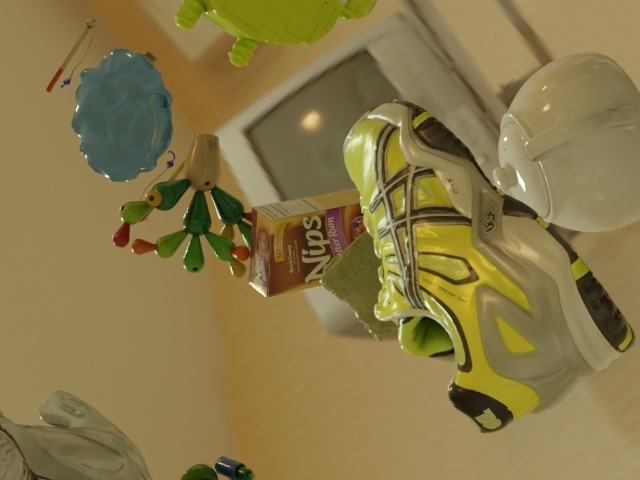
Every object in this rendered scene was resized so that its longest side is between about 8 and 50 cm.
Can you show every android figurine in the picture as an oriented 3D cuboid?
[{"bbox_3d":[-0.029,-0.285,1.147,0.248,0.273,0.056,29,177,-33],"label":"android figurine"}]

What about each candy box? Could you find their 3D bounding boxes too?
[{"bbox_3d":[0.000,0.000,1.691,0.186,0.109,0.053,-11,-152,-30],"label":"candy box"}]

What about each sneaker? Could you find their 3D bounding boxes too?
[{"bbox_3d":[-0.272,0.204,1.116,0.366,0.137,0.210,30,-177,-28],"label":"sneaker"},{"bbox_3d":[0.092,0.006,1.084,0.145,0.147,0.385,49,-179,-34],"label":"sneaker"}]

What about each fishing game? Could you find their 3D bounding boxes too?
[{"bbox_3d":[-0.269,-0.175,1.815,0.264,0.189,0.041,49,-150,20],"label":"fishing game"}]

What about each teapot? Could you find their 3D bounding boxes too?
[{"bbox_3d":[0.312,-0.112,1.696,0.252,0.187,0.256,-121,12,-52],"label":"teapot"}]

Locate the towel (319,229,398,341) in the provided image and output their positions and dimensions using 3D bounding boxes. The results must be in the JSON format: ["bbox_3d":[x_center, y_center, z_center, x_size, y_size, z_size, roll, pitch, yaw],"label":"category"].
[{"bbox_3d":[0.083,0.027,1.422,0.110,0.148,0.027,45,176,6],"label":"towel"}]

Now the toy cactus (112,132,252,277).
[{"bbox_3d":[-0.157,-0.049,1.698,0.219,0.112,0.181,9,-98,-24],"label":"toy cactus"}]

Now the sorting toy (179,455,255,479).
[{"bbox_3d":[-0.083,0.233,1.206,0.042,0.061,0.102,11,173,40],"label":"sorting toy"}]
